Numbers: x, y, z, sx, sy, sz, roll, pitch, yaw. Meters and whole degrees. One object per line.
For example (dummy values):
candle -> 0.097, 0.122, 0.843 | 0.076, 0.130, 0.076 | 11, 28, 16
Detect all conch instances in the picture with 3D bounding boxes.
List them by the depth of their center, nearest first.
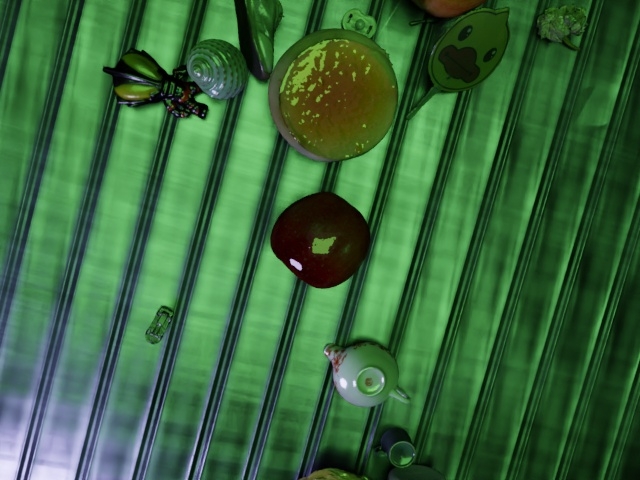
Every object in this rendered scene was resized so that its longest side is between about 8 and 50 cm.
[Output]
conch -> -0.222, -0.388, 1.454 | 0.153, 0.102, 0.135 | -25, 104, -28

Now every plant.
plant -> 0.592, -0.513, 1.576 | 0.116, 0.104, 0.122 | -4, 134, 29

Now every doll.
doll -> -0.370, -0.357, 1.470 | 0.248, 0.088, 0.127 | 18, 64, -14

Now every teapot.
teapot -> 0.123, 0.336, 1.581 | 0.245, 0.116, 0.159 | 39, 79, -14

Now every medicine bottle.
medicine bottle -> 0.231, 0.699, 1.591 | 0.151, 0.152, 0.255 | 3, 93, -6

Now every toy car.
toy car -> -0.387, 0.205, 1.547 | 0.041, 0.025, 0.093 | 29, 88, -6

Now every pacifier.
pacifier -> 0.089, -0.503, 1.517 | 0.083, 0.064, 0.068 | 29, 109, -7

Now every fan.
fan -> 0.319, -0.406, 1.510 | 0.229, 0.011, 0.335 | 16, 126, -47

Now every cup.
cup -> 0.184, 0.521, 1.609 | 0.100, 0.077, 0.078 | -16, 96, -4

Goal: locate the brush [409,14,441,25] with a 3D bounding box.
brush -> 0.253, -0.530, 1.559 | 0.083, 0.008, 0.024 | -12, 99, -5

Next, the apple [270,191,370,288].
apple -> 0.000, 0.000, 1.475 | 0.218, 0.218, 0.201 | 39, 82, -8

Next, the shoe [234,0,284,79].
shoe -> -0.135, -0.508, 1.478 | 0.098, 0.103, 0.275 | -9, 98, -19

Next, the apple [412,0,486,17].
apple -> 0.300, -0.651, 1.410 | 0.275, 0.299, 0.299 | -28, 97, -7

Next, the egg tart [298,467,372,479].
egg tart -> 0.049, 0.677, 1.577 | 0.278, 0.095, 0.279 | 2, 99, 15

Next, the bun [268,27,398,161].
bun -> 0.029, -0.334, 1.476 | 0.298, 0.165, 0.299 | -4, 112, -11
